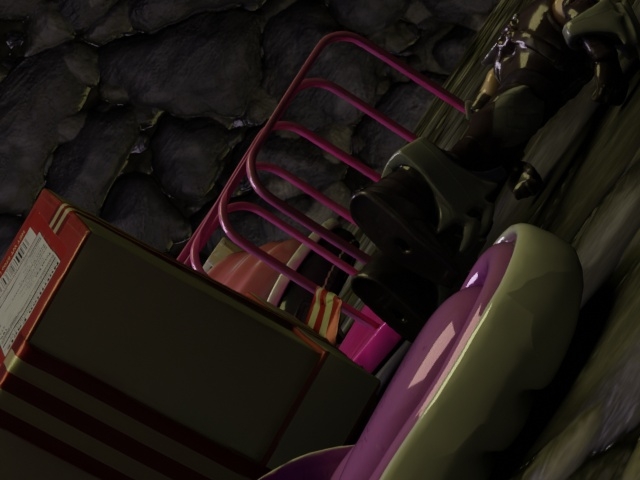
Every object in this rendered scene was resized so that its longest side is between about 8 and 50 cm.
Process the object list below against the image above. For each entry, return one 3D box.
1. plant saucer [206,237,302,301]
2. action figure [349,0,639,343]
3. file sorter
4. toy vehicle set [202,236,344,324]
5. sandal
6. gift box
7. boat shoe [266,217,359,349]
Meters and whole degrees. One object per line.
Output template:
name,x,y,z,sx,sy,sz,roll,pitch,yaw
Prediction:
plant saucer,-0.099,0.140,1.960,0.332,0.084,0.332,-59,-14,-24
action figure,0.119,-0.070,1.217,0.285,0.099,0.185,-53,-7,-30
file sorter,0.000,0.000,1.612,0.202,0.182,0.291,-58,3,-37
toy vehicle set,-0.073,0.083,2.325,0.035,0.166,0.267,-57,2,-16
sandal,-0.028,0.156,0.896,0.416,0.102,0.169,-56,2,8
gift box,-0.118,0.116,1.375,0.255,0.258,0.276,-59,17,5
boat shoe,-0.028,0.116,1.805,0.302,0.091,0.114,-60,-15,-22
